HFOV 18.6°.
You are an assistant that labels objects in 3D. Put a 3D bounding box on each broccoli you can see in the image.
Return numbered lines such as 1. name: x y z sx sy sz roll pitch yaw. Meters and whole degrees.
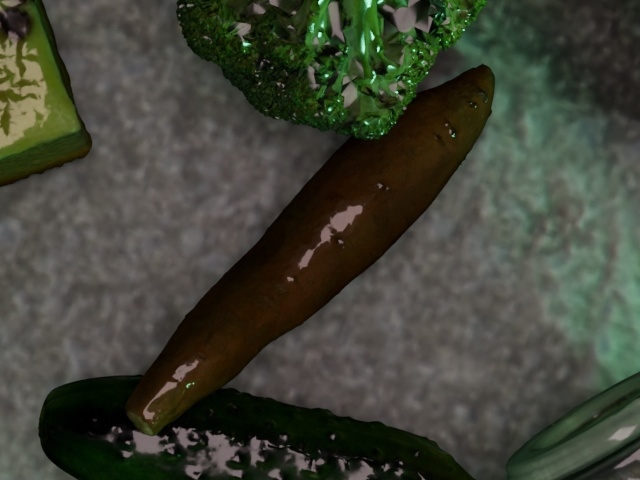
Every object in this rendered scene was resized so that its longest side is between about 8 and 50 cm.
1. broccoli: 0.005 -0.131 0.953 0.146 0.138 0.162 37 53 -7

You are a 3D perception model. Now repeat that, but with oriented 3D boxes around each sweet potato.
1. sweet potato: 0.001 0.001 0.964 0.057 0.057 0.264 44 71 0

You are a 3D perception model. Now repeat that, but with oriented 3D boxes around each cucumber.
1. cucumber: -0.026 0.109 0.964 0.227 0.069 0.069 11 85 -7

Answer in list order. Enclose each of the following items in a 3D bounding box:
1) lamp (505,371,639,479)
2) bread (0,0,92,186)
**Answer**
1. lamp: 0.188 0.195 0.903 0.272 0.205 0.374 38 91 3
2. bread: -0.236 -0.192 0.961 0.138 0.077 0.361 -20 88 -6
